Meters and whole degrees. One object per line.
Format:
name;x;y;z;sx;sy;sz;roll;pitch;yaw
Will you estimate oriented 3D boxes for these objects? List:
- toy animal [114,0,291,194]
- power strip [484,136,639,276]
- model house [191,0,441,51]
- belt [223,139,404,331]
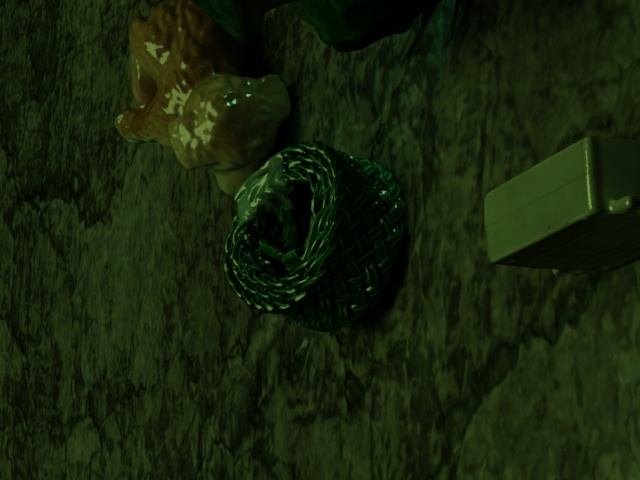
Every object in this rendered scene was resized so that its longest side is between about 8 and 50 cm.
toy animal;-0.084;-0.137;1.481;0.185;0.104;0.184;-136;53;-67
power strip;0.147;-0.022;0.934;0.175;0.075;0.042;148;122;-61
model house;-0.115;-0.284;1.099;0.382;0.342;0.335;40;128;23
belt;0.000;0.000;1.293;0.151;0.079;0.121;-8;68;56
